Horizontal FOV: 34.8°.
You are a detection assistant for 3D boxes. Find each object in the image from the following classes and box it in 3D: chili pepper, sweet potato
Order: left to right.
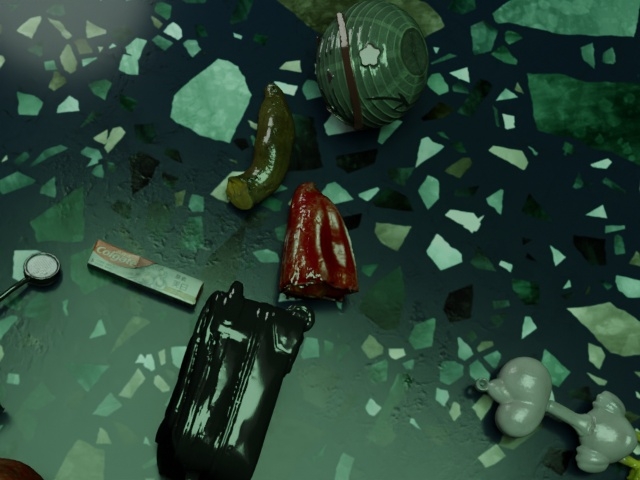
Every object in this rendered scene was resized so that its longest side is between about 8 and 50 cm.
[{"bbox_3d":[-0.110,-0.191,2.031,0.112,0.085,0.286,11,69,0],"label":"sweet potato"},{"bbox_3d":[0.000,0.000,1.976,0.144,0.136,0.253,-7,62,17],"label":"chili pepper"}]

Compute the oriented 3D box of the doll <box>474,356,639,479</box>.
[{"bbox_3d":[0.463,0.335,1.936,0.365,0.094,0.160,23,77,1],"label":"doll"}]

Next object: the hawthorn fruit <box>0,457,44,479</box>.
[{"bbox_3d":[-0.549,0.505,1.639,0.277,0.277,0.298,-22,98,-15],"label":"hawthorn fruit"}]

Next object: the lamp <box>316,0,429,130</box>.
[{"bbox_3d":[0.098,-0.347,2.050,0.233,0.233,0.265,-6,83,-11],"label":"lamp"}]

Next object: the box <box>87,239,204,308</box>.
[{"bbox_3d":[-0.330,0.064,1.932,0.218,0.039,0.055,23,70,-1],"label":"box"}]

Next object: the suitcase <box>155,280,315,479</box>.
[{"bbox_3d":[-0.159,0.270,1.729,0.188,0.345,0.339,19,69,-8],"label":"suitcase"}]

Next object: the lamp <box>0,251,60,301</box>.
[{"bbox_3d":[-0.624,0.163,1.854,0.130,0.109,0.371,27,54,14],"label":"lamp"}]

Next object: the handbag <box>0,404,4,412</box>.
[{"bbox_3d":[-0.652,0.327,1.719,0.229,0.179,0.062,-42,82,-17],"label":"handbag"}]
